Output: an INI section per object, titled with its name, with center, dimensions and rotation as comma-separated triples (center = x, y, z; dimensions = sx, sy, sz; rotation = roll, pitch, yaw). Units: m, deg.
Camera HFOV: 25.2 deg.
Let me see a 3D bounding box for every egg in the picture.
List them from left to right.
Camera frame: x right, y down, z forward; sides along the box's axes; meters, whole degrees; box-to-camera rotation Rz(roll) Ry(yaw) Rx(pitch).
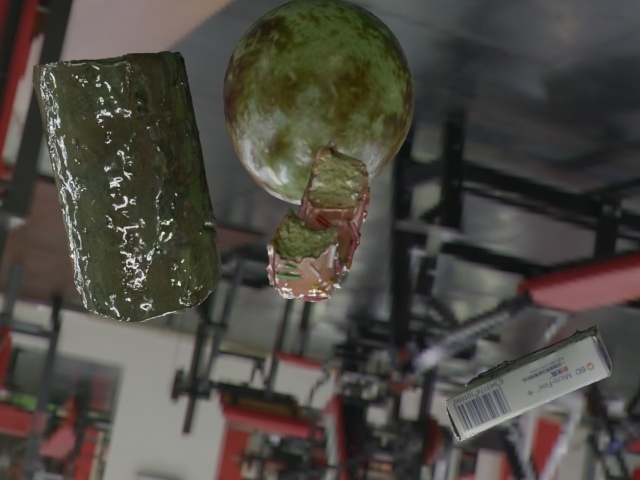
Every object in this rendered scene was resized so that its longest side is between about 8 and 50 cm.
[egg]
center = -0.004, -0.165, 1.761
dimensions = 0.238, 0.289, 0.238
rotation = 4, 141, 4

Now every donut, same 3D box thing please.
[donut]
center = 0.000, 0.000, 1.321
dimensions = 0.065, 0.166, 0.117
rotation = 16, 137, 11

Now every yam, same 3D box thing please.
[yam]
center = -0.194, -0.066, 1.458
dimensions = 0.161, 0.268, 0.161
rotation = -9, -164, 3

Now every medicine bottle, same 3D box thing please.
[medicine bottle]
center = 0.217, 0.144, 1.482
dimensions = 0.171, 0.052, 0.201
rotation = -25, 174, 9
